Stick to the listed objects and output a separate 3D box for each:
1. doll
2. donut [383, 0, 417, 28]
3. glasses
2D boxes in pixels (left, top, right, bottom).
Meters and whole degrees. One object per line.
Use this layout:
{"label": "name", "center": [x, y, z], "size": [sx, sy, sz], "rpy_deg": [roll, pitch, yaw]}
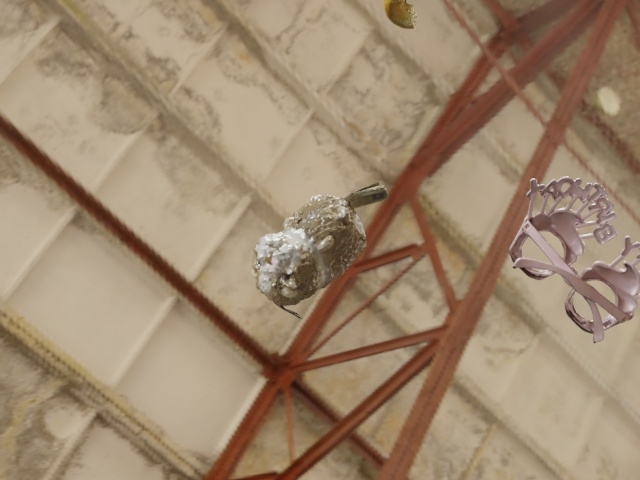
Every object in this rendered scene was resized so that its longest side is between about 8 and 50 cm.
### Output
{"label": "doll", "center": [-0.002, -0.003, 1.432], "size": [0.221, 0.105, 0.115], "rpy_deg": [-49, -44, -27]}
{"label": "donut", "center": [0.134, -0.385, 1.798], "size": [0.067, 0.083, 0.038], "rpy_deg": [17, -119, -2]}
{"label": "glasses", "center": [0.363, 0.023, 1.486], "size": [0.255, 0.162, 0.095], "rpy_deg": [44, -166, -2]}
